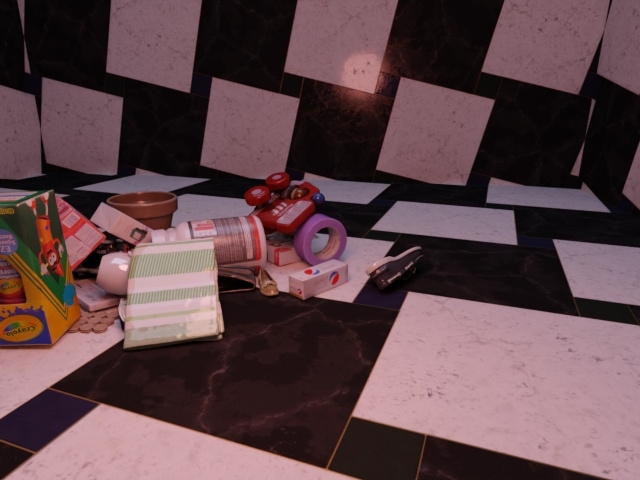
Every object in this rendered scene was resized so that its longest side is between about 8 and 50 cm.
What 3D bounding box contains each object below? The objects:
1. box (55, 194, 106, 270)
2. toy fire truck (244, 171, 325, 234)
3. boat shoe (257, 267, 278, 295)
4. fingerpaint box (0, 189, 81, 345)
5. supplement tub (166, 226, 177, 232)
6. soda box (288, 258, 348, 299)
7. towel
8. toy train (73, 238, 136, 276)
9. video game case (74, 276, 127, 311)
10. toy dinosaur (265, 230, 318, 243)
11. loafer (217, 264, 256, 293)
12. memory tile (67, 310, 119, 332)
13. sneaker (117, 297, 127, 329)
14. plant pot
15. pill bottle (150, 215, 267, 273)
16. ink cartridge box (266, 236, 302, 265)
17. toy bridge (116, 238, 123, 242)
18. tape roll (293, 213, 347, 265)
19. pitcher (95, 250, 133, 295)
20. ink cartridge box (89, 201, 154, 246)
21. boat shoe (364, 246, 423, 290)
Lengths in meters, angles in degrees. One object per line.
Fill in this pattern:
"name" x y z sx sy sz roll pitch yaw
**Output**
"box" -0.838 0.031 1.397 0.142 0.154 0.300 29 72 38
"toy fire truck" -0.122 -0.134 1.743 0.254 0.169 0.302 13 40 34
"boat shoe" -0.174 0.138 1.508 0.056 0.048 0.153 -5 19 -16
"fingerpaint box" -0.895 0.073 1.159 0.444 0.371 0.163 -1 19 0
"supplement tub" -0.503 0.017 1.724 0.199 0.144 0.144 -10 20 -28
"soda box" -0.003 0.126 1.517 0.074 0.069 0.216 16 23 42
"towel" -0.402 0.135 1.263 0.248 0.038 0.325 -4 54 -13
"toy train" -0.784 0.049 1.597 0.334 0.142 0.190 1 1 22
"video game case" -0.677 0.157 1.461 0.227 0.026 0.206 15 19 40
"toy dinosaur" -0.156 -0.052 1.994 0.295 0.127 0.200 -6 11 -37
"loafer" -0.336 0.130 1.468 0.267 0.096 0.084 -4 28 -22
"memory tile" -0.652 0.228 1.284 0.148 0.012 0.113 1 18 1
"sneaker" -0.529 0.198 1.301 0.075 0.057 0.161 -12 18 -18
"plant pot" -0.696 -0.062 1.828 0.263 0.229 0.263 0 18 0
"pill bottle" -0.382 0.031 1.573 0.363 0.210 0.210 -6 19 -21
"ink cartridge box" -0.158 0.042 1.782 0.109 0.063 0.150 -14 23 -37
"toy bridge" -0.870 0.033 1.862 0.063 0.026 0.188 12 21 26
"tape roll" 0.000 0.000 1.710 0.189 0.189 0.080 -10 22 -29
"pitcher" -0.546 0.085 1.373 0.207 0.178 0.125 14 19 -23
"ink cartridge box" -0.650 -0.032 1.582 0.134 0.078 0.231 23 -11 34
"boat shoe" 0.271 0.098 1.580 0.302 0.091 0.114 -18 -19 -42
